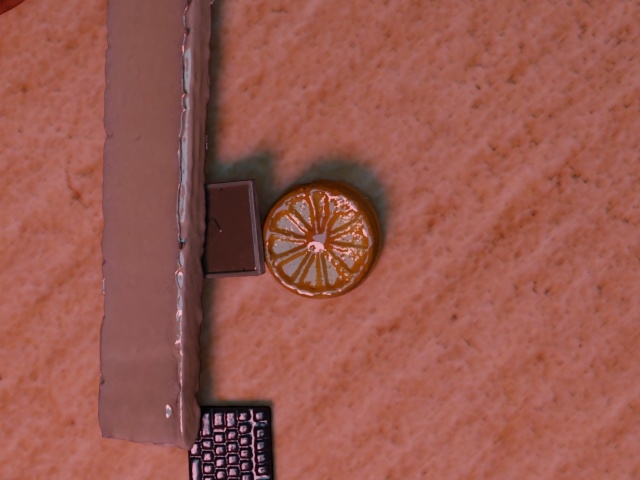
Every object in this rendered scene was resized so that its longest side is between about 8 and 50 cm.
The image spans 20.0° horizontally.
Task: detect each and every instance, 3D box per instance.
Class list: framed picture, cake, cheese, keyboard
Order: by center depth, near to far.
[{"bbox_3d":[-0.113,-0.056,1.235,0.085,0.034,0.400,8,98,30],"label":"cheese"},{"bbox_3d":[0.000,0.000,1.237,0.084,0.044,0.084,1,97,6],"label":"cake"},{"bbox_3d":[-0.077,-0.006,1.242,0.089,0.006,0.066,-5,92,36],"label":"framed picture"},{"bbox_3d":[-0.061,0.218,1.287,0.061,0.013,0.204,-1,97,7],"label":"keyboard"}]

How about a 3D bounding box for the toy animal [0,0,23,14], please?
[{"bbox_3d":[-0.326,-0.249,1.186,0.281,0.169,0.195,49,57,4],"label":"toy animal"}]
